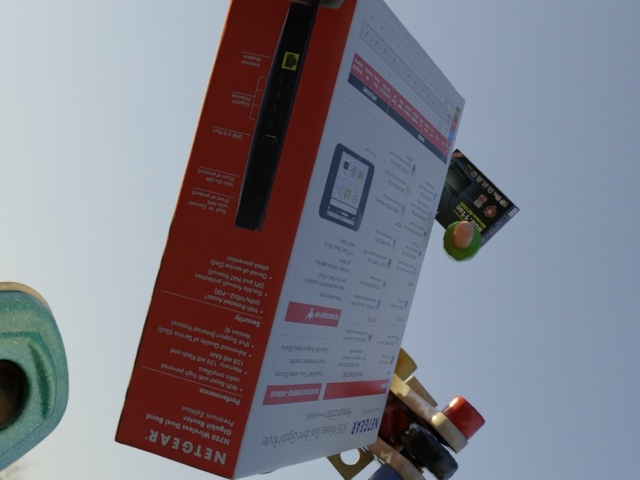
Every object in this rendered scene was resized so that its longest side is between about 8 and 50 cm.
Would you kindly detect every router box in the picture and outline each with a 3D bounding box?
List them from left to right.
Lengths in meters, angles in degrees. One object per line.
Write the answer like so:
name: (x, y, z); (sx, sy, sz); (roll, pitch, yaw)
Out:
router box: (0.000, 0.000, 0.831); (0.082, 0.301, 0.335); (14, -2, 18)
router box: (0.199, -0.053, 1.617); (0.122, 0.092, 0.038); (48, 10, 25)

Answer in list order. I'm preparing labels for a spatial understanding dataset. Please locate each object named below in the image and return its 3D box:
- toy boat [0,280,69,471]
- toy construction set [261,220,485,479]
toy boat: (-0.336, 0.083, 0.986); (0.148, 0.267, 0.318); (12, -60, 43)
toy construction set: (0.043, 0.102, 1.130); (0.257, 0.309, 0.237); (22, -10, 8)
